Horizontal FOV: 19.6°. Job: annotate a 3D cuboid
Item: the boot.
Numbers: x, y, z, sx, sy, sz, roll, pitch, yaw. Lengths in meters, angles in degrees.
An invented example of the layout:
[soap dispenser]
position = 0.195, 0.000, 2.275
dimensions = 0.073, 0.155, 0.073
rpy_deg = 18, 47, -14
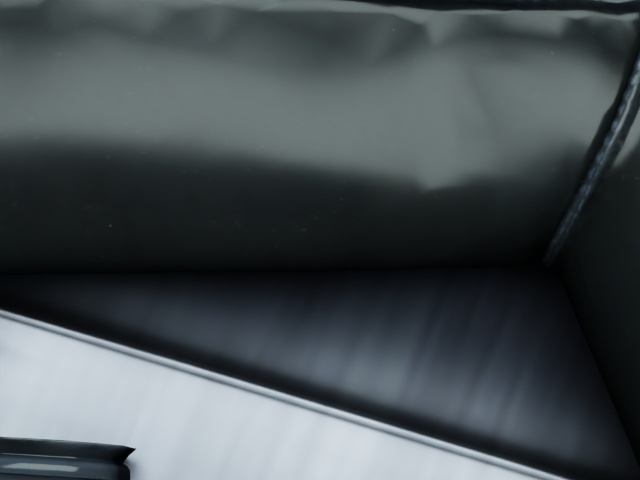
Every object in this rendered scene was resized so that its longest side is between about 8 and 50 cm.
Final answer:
[boot]
position = 0.000, -0.002, 0.724
dimensions = 0.445, 0.146, 0.367
rpy_deg = 5, 65, -4

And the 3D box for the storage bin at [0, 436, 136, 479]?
[storage bin]
position = -0.143, 0.120, 0.718
dimensions = 0.135, 0.098, 0.091
rpy_deg = 3, 82, -1
